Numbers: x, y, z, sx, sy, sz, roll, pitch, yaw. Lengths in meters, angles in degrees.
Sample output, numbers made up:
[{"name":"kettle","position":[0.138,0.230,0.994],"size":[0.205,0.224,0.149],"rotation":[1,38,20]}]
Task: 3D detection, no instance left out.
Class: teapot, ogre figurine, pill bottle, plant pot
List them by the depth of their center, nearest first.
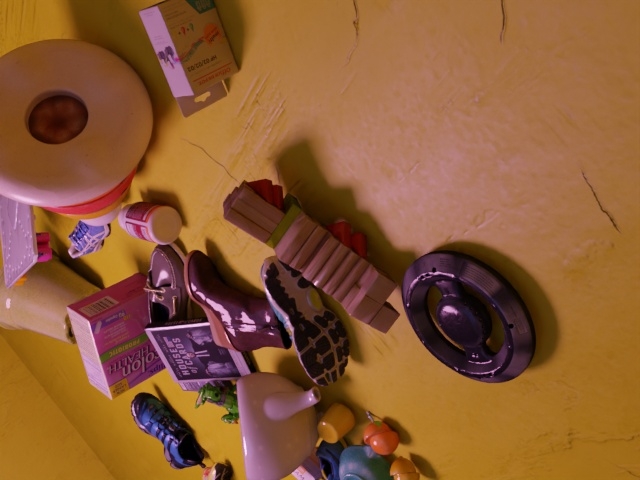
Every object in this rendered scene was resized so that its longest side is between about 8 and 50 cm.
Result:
[{"name":"teapot","position":[-0.083,0.404,1.553],"size":[0.256,0.187,0.253],"rotation":[-133,38,-75]},{"name":"pill bottle","position":[-0.386,-0.043,1.589],"size":[0.152,0.086,0.086],"rotation":[12,129,43]},{"name":"ogre figurine","position":[-0.241,0.397,1.763],"size":[0.118,0.097,0.197],"rotation":[21,145,-10]},{"name":"plant pot","position":[-0.790,0.184,2.125],"size":[0.253,0.276,0.276],"rotation":[21,135,20]}]

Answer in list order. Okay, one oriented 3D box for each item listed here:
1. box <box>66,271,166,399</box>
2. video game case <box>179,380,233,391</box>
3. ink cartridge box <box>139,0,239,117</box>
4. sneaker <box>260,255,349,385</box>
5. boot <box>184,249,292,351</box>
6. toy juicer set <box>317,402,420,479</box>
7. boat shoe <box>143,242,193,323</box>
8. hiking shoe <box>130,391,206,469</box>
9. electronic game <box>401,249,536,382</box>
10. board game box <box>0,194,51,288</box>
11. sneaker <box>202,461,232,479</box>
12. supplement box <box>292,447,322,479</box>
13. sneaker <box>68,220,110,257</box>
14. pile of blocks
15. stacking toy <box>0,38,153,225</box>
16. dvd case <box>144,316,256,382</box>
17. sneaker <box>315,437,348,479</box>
[{"name":"box","position":[-0.505,0.243,1.831],"size":[0.117,0.213,0.243],"rotation":[19,126,42]},{"name":"video game case","position":[-0.356,0.329,1.929],"size":[0.274,0.026,0.196],"rotation":[-14,109,52]},{"name":"ink cartridge box","position":[-0.202,-0.301,1.140],"size":[0.061,0.104,0.181],"rotation":[7,126,46]},{"name":"sneaker","position":[-0.032,0.149,1.367],"size":[0.275,0.107,0.110],"rotation":[64,163,-8]},{"name":"boot","position":[-0.174,0.126,1.524],"size":[0.206,0.090,0.249],"rotation":[-6,111,35]},{"name":"toy juicer set","position":[0.126,0.497,1.484],"size":[0.209,0.089,0.329],"rotation":[-3,110,35]},{"name":"boat shoe","position":[-0.372,0.124,1.711],"size":[0.109,0.091,0.305],"rotation":[33,141,25]},{"name":"hiking shoe","position":[-0.472,0.593,2.236],"size":[0.132,0.113,0.304],"rotation":[-16,116,41]},{"name":"electronic game","position":[0.218,0.118,1.073],"size":[0.229,0.048,0.229],"rotation":[29,137,31]},{"name":"board game box","position":[-0.802,-0.096,1.900],"size":[0.390,0.050,0.390],"rotation":[-23,73,54]},{"name":"sneaker","position":[-0.333,0.739,2.208],"size":[0.094,0.081,0.209],"rotation":[38,143,23]},{"name":"supplement box","position":[-0.021,0.531,1.655],"size":[0.062,0.098,0.036],"rotation":[39,110,19]},{"name":"sneaker","position":[-0.618,-0.014,1.880],"size":[0.080,0.081,0.211],"rotation":[48,143,10]},{"name":"pile of blocks","position":[0.000,0.000,1.196],"size":[0.362,0.149,0.113],"rotation":[38,100,6]},{"name":"stacking toy","position":[-0.510,-0.164,1.517],"size":[0.350,0.350,0.480],"rotation":[45,163,10]},{"name":"dvd case","position":[-0.290,0.265,1.712],"size":[0.238,0.030,0.179],"rotation":[-9,118,25]},{"name":"sneaker","position":[0.039,0.536,1.611],"size":[0.069,0.082,0.209],"rotation":[7,126,43]}]
